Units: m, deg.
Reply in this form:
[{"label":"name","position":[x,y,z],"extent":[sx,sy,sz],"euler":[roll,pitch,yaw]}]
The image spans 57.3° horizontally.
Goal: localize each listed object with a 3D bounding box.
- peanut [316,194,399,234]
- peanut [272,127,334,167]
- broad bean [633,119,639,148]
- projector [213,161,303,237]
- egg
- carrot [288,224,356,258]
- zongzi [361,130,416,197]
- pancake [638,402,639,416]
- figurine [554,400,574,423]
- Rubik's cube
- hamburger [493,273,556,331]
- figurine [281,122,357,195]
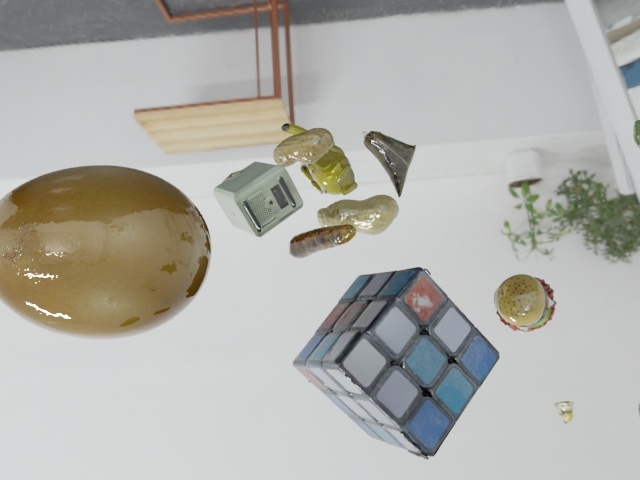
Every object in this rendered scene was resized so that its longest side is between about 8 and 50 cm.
[{"label":"peanut","position":[0.116,-0.070,1.793],"extent":[0.256,0.124,0.123],"euler":[-9,162,16]},{"label":"peanut","position":[-0.059,-0.299,1.914],"extent":[0.225,0.108,0.095],"euler":[-13,177,25]},{"label":"broad bean","position":[0.814,-0.192,1.404],"extent":[0.227,0.069,0.039],"euler":[42,172,-12]},{"label":"projector","position":[-0.187,-0.125,1.700],"extent":[0.177,0.164,0.242],"euler":[-36,-157,-18]},{"label":"egg","position":[-0.350,0.018,0.945],"extent":[0.351,0.283,0.282],"euler":[6,160,-32]},{"label":"carrot","position":[0.000,0.000,1.473],"extent":[0.066,0.066,0.314],"euler":[5,170,-28]},{"label":"zongzi","position":[0.205,-0.255,1.911],"extent":[0.187,0.184,0.084],"euler":[21,165,-10]},{"label":"pancake","position":[0.517,0.298,0.823],"extent":[0.056,0.213,0.257],"euler":[-8,149,9]},{"label":"figurine","position":[0.614,0.428,1.462],"extent":[0.047,0.051,0.083],"euler":[-13,157,16]},{"label":"Rubik's cube","position":[0.196,0.316,1.579],"extent":[0.362,0.359,0.363],"euler":[43,160,-10]},{"label":"hamburger","position":[0.570,0.173,1.661],"extent":[0.175,0.175,0.137],"euler":[-15,158,29]},{"label":"figurine","position":[0.003,-0.291,2.166],"extent":[0.169,0.327,0.218],"euler":[-29,146,-5]}]
